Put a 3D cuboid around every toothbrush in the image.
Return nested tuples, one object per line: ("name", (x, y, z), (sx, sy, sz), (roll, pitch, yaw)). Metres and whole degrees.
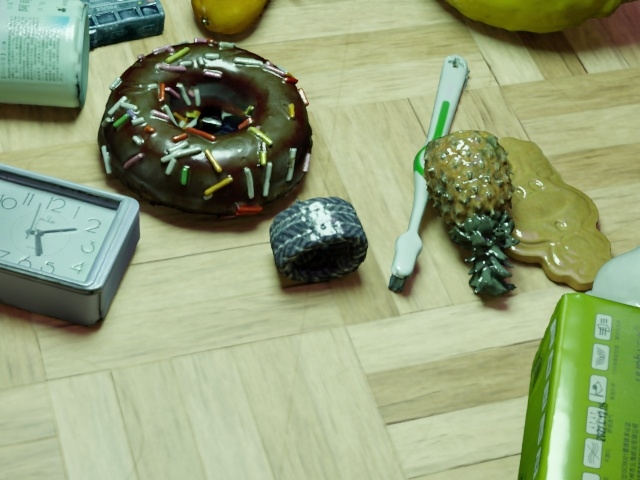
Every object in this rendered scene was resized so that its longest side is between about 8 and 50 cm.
("toothbrush", (0.138, -0.102, 1.638), (0.042, 0.040, 0.418), (17, 49, 1))

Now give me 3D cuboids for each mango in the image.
("mango", (-0.112, -0.333, 1.766), (0.105, 0.084, 0.159), (11, 38, 26))

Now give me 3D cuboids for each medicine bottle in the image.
("medicine bottle", (-0.368, -0.229, 1.599), (0.168, 0.135, 0.135), (2, 50, -6))

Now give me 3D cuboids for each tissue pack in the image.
("tissue pack", (0.304, 0.219, 1.313), (0.200, 0.167, 0.274), (13, 50, 4))

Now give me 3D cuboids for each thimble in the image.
("thimble", (-0.002, 0.000, 1.492), (0.104, 0.095, 0.066), (3, 50, -27))

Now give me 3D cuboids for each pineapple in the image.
("pineapple", (0.180, -0.028, 1.535), (0.108, 0.108, 0.197), (-6, 75, -15))

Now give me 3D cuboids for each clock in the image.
("clock", (-0.307, 0.000, 1.454), (0.193, 0.073, 0.144), (14, 50, 3))

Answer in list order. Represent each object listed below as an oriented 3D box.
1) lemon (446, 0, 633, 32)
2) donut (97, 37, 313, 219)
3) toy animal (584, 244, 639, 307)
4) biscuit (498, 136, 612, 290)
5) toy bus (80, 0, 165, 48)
("lemon", (0.267, -0.417, 1.788), (0.285, 0.285, 0.316), (-23, 83, -26))
("donut", (-0.134, -0.139, 1.584), (0.270, 0.103, 0.269), (4, 49, -4))
("toy animal", (0.455, 0.057, 1.487), (0.325, 0.154, 0.208), (3, 56, -13))
("biscuit", (0.263, -0.033, 1.610), (0.144, 0.040, 0.236), (-27, 57, -22))
("toy bus", (-0.286, -0.284, 1.716), (0.166, 0.047, 0.065), (-16, 58, -22))
